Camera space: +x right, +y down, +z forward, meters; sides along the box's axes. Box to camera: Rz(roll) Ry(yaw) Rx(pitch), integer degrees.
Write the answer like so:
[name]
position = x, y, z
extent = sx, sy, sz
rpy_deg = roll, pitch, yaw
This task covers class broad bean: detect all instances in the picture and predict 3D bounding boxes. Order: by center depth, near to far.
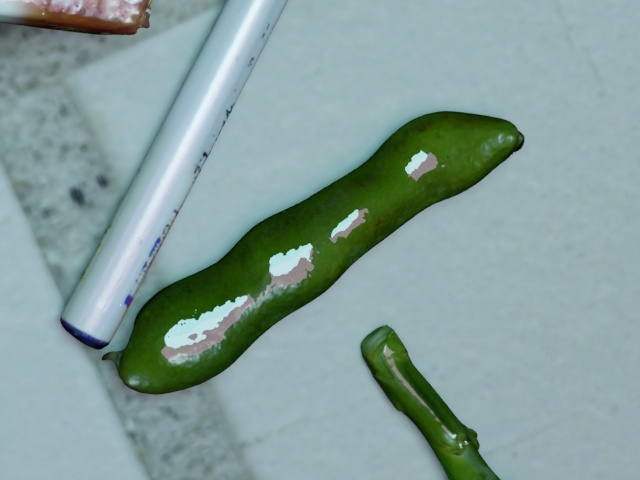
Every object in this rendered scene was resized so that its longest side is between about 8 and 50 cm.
[broad bean]
position = -0.001, 0.000, 1.006
extent = 0.256, 0.052, 0.053
rpy_deg = -34, 150, -10

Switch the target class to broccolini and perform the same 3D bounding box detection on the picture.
[broccolini]
position = 0.096, 0.136, 1.057
extent = 0.067, 0.058, 0.216
rpy_deg = -36, 108, -3

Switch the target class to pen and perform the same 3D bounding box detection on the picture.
[pen]
position = -0.061, -0.068, 0.980
extent = 0.033, 0.033, 0.269
rpy_deg = 27, 93, -20

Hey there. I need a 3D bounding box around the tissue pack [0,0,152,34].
[tissue pack]
position = -0.154, -0.154, 0.896
extent = 0.148, 0.106, 0.099
rpy_deg = 7, 99, -17
